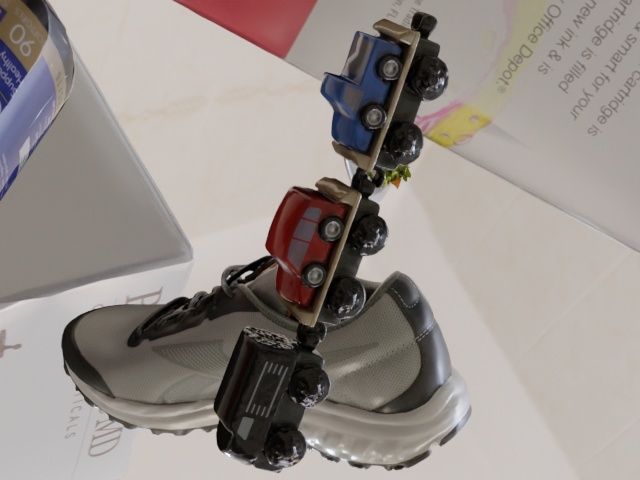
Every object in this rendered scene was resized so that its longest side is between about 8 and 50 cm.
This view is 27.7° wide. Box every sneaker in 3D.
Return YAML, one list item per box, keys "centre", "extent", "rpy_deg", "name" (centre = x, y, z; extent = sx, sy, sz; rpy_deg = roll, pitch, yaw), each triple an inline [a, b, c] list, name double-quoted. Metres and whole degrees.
- centre: [-0.042, 0.053, 0.752]
  extent: [0.272, 0.108, 0.100]
  rpy_deg: [1, -152, 33]
  name: "sneaker"

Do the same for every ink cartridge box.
- centre: [0.113, -0.151, 0.593]
  extent: [0.306, 0.226, 0.131]
  rpy_deg: [27, -144, -10]
  name: "ink cartridge box"

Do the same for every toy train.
- centre: [0.000, 0.000, 0.417]
  extent: [0.036, 0.158, 0.027]
  rpy_deg: [17, -170, -23]
  name: "toy train"

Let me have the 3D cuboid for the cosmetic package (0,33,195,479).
- centre: [-0.361, 0.033, 0.966]
  extent: [0.394, 0.329, 0.327]
  rpy_deg: [-16, -122, -30]
  name: "cosmetic package"

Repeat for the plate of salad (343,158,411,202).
- centre: [0.061, -0.132, 1.238]
  extent: [0.048, 0.199, 0.199]
  rpy_deg: [4, -131, 21]
  name: "plate of salad"

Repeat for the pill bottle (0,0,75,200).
- centre: [-0.211, -0.031, 0.590]
  extent: [0.123, 0.123, 0.219]
  rpy_deg: [26, -128, -4]
  name: "pill bottle"
